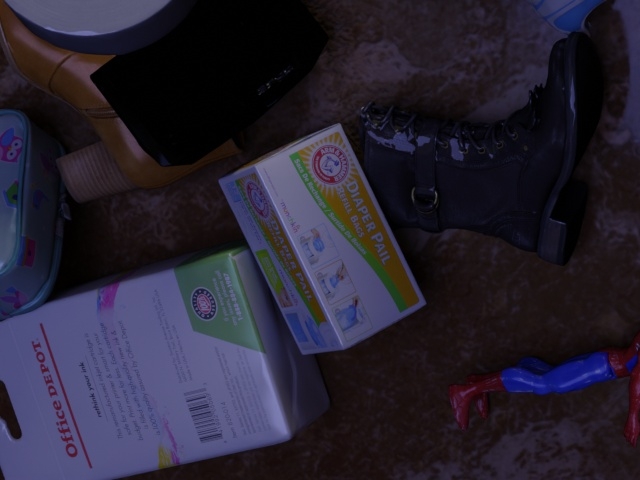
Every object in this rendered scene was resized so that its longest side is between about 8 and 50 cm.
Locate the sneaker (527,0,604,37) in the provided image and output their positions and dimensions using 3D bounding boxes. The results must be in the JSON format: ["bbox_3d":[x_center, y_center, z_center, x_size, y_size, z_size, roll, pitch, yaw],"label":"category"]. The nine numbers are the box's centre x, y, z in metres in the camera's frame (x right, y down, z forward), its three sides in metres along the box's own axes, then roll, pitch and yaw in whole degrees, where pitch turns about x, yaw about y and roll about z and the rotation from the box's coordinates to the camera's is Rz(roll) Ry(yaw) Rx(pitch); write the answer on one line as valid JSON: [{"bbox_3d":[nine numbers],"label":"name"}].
[{"bbox_3d":[0.291,-0.282,1.627,0.086,0.085,0.237,37,114,-20],"label":"sneaker"}]

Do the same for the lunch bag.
[{"bbox_3d":[-0.398,-0.022,1.912,0.279,0.108,0.224,-10,60,22],"label":"lunch bag"}]

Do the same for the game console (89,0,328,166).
[{"bbox_3d":[-0.172,-0.258,1.788,0.213,0.044,0.361,-37,78,-5],"label":"game console"}]

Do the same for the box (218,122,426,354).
[{"bbox_3d":[0.000,0.000,1.778,0.203,0.103,0.114,64,157,-4],"label":"box"}]

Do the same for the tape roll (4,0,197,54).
[{"bbox_3d":[-0.216,-0.293,1.740,0.219,0.072,0.219,-1,79,5],"label":"tape roll"}]

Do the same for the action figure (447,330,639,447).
[{"bbox_3d":[0.279,0.158,1.742,0.280,0.091,0.139,-22,89,27],"label":"action figure"}]

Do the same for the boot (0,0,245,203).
[{"bbox_3d":[-0.205,-0.197,1.845,0.211,0.104,0.295,-21,95,17],"label":"boot"}]

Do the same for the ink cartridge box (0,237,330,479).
[{"bbox_3d":[-0.192,0.136,1.909,0.353,0.119,0.207,-15,97,24],"label":"ink cartridge box"}]

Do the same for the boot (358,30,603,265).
[{"bbox_3d":[0.143,-0.095,1.714,0.229,0.091,0.263,16,123,18],"label":"boot"}]
